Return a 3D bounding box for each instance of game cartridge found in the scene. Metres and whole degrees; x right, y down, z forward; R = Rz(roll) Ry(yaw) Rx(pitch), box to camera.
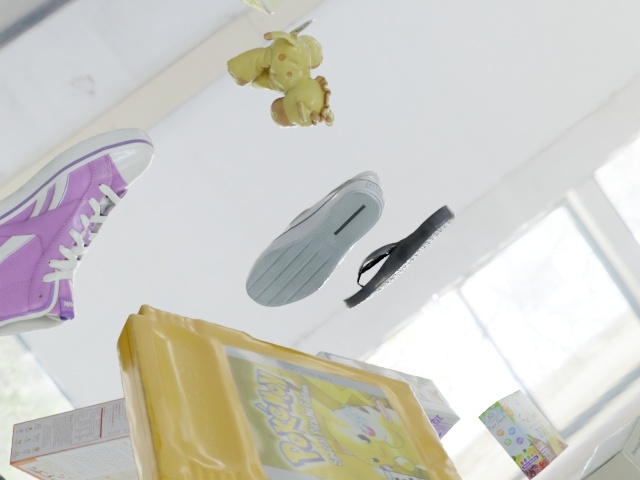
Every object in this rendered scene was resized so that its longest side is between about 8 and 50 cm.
[{"bbox_3d":[-0.020,0.179,1.006,0.053,0.323,0.285,-61,-154,17],"label":"game cartridge"}]

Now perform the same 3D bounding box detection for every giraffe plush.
[{"bbox_3d":[-0.044,-0.275,1.979,0.181,0.171,0.210,-15,172,-36],"label":"giraffe plush"}]

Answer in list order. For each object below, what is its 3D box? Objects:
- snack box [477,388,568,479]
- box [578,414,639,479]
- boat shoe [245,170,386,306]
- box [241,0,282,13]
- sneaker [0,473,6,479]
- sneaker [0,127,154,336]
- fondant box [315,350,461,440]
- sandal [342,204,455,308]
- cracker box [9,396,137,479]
[{"bbox_3d":[0.261,0.245,1.415,0.037,0.100,0.141,-45,164,15],"label":"snack box"},{"bbox_3d":[0.475,0.370,1.446,0.094,0.275,0.113,-49,173,35],"label":"box"},{"bbox_3d":[0.000,0.000,1.382,0.226,0.083,0.076,-37,-164,25],"label":"boat shoe"},{"bbox_3d":[-0.059,-0.397,1.112,0.243,0.117,0.213,-53,145,-6],"label":"box"},{"bbox_3d":[-0.367,0.247,1.156,0.035,0.083,0.031,111,1,-70],"label":"sneaker"},{"bbox_3d":[-0.281,0.003,1.248,0.282,0.161,0.102,-36,161,-1],"label":"sneaker"},{"bbox_3d":[0.044,0.314,1.756,0.238,0.096,0.330,-50,144,15],"label":"fondant box"},{"bbox_3d":[0.125,0.021,1.849,0.254,0.054,0.097,-46,170,26],"label":"sandal"},{"bbox_3d":[-0.293,0.288,1.553,0.232,0.156,0.067,-14,-124,17],"label":"cracker box"}]
